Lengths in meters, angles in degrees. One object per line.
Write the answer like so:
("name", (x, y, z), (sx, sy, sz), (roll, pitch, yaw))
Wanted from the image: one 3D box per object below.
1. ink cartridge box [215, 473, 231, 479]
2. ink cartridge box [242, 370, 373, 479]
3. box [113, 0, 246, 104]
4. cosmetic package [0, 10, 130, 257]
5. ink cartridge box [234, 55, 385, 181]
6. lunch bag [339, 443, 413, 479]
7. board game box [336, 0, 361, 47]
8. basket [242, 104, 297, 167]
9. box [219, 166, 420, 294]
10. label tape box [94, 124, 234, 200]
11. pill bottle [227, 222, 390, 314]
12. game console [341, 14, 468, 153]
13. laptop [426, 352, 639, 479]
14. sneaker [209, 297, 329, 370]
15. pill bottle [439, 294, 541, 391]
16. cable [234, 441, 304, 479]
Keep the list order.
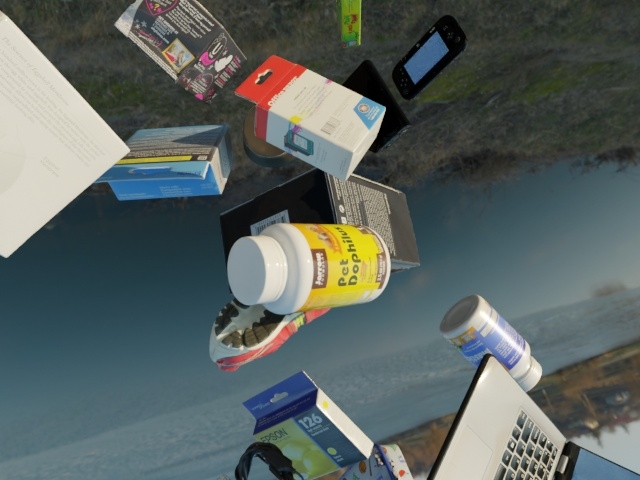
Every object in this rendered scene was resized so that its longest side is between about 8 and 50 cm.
("ink cartridge box", (-0.241, 0.542, 0.966), (0.179, 0.045, 0.145), (-39, 157, -23))
("ink cartridge box", (-0.055, 0.560, 1.458), (0.303, 0.307, 0.072), (-37, -169, 35))
("box", (-0.271, -0.403, 1.012), (0.142, 0.163, 0.247), (-47, -177, 5))
("cosmetic package", (-0.424, -0.143, 0.643), (0.224, 0.138, 0.224), (-43, 142, -10))
("ink cartridge box", (-0.021, -0.218, 0.866), (0.134, 0.231, 0.078), (-55, 169, -32))
("lunch bag", (0.190, 0.834, 1.632), (0.114, 0.243, 0.303), (13, 125, -30))
("board game box", (0.061, -0.527, 1.107), (0.043, 0.092, 0.181), (-11, 168, 2))
("basket", (-0.113, -0.268, 1.240), (0.204, 0.154, 0.227), (-22, -173, 3))
("box", (0.000, 0.000, 1.684), (0.479, 0.298, 0.471), (-21, 163, 35))
("label tape box", (-0.359, -0.173, 1.191), (0.249, 0.348, 0.115), (-3, 122, 1))
("pill bottle", (-0.013, 0.036, 0.666), (0.214, 0.117, 0.117), (-1, 151, -43))
("game console", (0.198, -0.398, 1.217), (0.044, 0.213, 0.361), (-13, 159, -48))
("laptop", (0.346, 0.436, 0.664), (0.408, 0.382, 0.236), (47, 152, -21))
("sneaker", (-0.065, 0.114, 0.800), (0.279, 0.107, 0.118), (-25, 151, -38))
("pill bottle", (0.473, 0.292, 1.364), (0.152, 0.272, 0.152), (-45, -175, 5))
("cable", (-0.100, 0.470, 0.938), (0.047, 0.151, 0.184), (6, 180, -45))
